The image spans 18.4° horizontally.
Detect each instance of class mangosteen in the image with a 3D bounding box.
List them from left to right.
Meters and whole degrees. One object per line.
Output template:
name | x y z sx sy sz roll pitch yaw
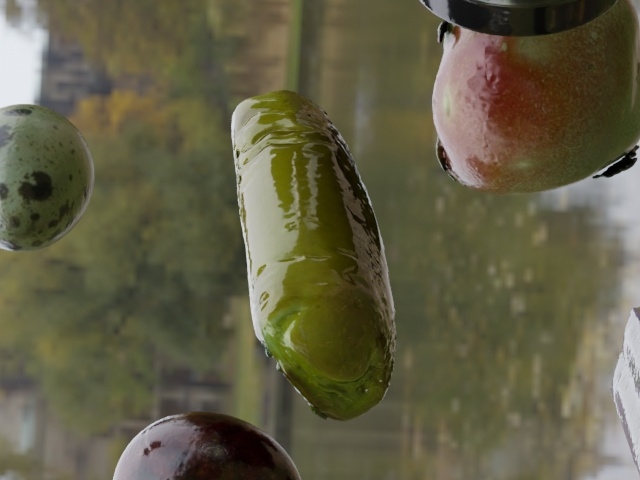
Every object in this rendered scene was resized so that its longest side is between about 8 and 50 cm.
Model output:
mangosteen | -0.111 0.251 1.802 0.200 0.200 0.200 -177 90 -88

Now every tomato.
tomato | 0.273 -0.188 2.370 0.303 0.239 0.303 10 -90 -69

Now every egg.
egg | -0.371 -0.073 2.462 0.228 0.177 0.177 -94 7 -62

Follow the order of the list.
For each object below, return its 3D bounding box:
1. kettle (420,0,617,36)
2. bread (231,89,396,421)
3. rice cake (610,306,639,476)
kettle | 0.231 -0.383 1.889 0.228 0.321 0.324 -63 -22 -44
bread | 0.000 0.000 1.859 0.166 0.112 0.383 52 -163 -34
rice cake | 0.327 0.154 1.924 0.298 0.050 0.106 -85 8 -73
